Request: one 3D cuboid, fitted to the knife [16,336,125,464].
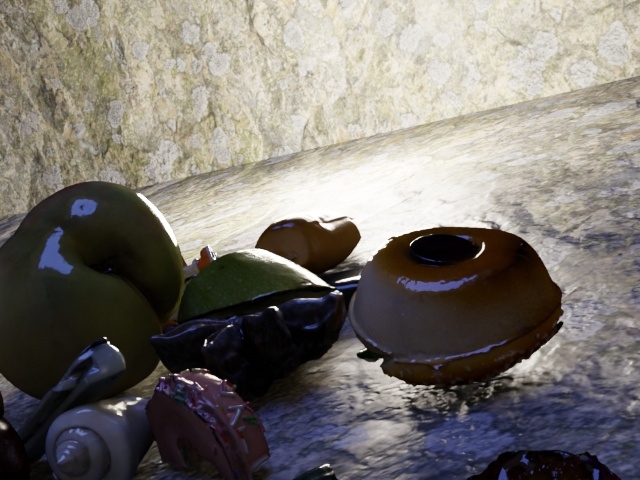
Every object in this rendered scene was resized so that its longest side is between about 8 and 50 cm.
[{"bbox_3d":[-0.284,0.183,1.138,0.073,0.041,0.265,-28,-12,-45],"label":"knife"}]

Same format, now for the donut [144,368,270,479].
[{"bbox_3d":[-0.117,0.176,1.059,0.065,0.117,0.166,-30,18,-35],"label":"donut"}]

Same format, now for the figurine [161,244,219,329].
[{"bbox_3d":[-0.279,0.090,1.661,0.271,0.143,0.143,-37,14,-4],"label":"figurine"}]

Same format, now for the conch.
[{"bbox_3d":[-0.223,0.206,1.110,0.094,0.105,0.176,6,13,7],"label":"conch"}]

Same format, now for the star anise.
[{"bbox_3d":[-0.078,0.128,1.251,0.236,0.109,0.223,-9,-1,-42],"label":"star anise"}]

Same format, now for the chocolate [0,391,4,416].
[{"bbox_3d":[-0.481,0.215,1.421,0.133,0.127,0.124,3,49,22],"label":"chocolate"}]

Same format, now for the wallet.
[{"bbox_3d":[-0.028,0.084,1.536,0.250,0.044,0.149,-14,8,9],"label":"wallet"}]

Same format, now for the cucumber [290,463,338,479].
[{"bbox_3d":[-0.025,0.227,0.841,0.115,0.062,0.116,-23,12,-17],"label":"cucumber"}]

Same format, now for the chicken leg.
[{"bbox_3d":[0.178,0.195,0.754,0.205,0.053,0.093,-12,34,49],"label":"chicken leg"}]

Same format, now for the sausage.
[{"bbox_3d":[-0.005,0.001,1.711,0.112,0.112,0.328,-11,2,20],"label":"sausage"}]

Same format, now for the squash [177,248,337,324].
[{"bbox_3d":[-0.075,0.047,1.353,0.191,0.085,0.184,-8,-10,-30],"label":"squash"}]

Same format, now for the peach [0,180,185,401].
[{"bbox_3d":[-0.309,0.071,1.379,0.247,0.292,0.292,20,-2,-23],"label":"peach"}]

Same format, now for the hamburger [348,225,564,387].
[{"bbox_3d":[0.144,0.070,1.135,0.236,0.147,0.237,-7,22,3],"label":"hamburger"}]

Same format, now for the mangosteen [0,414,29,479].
[{"bbox_3d":[-0.368,0.240,1.002,0.199,0.200,0.200,-15,12,3],"label":"mangosteen"}]
